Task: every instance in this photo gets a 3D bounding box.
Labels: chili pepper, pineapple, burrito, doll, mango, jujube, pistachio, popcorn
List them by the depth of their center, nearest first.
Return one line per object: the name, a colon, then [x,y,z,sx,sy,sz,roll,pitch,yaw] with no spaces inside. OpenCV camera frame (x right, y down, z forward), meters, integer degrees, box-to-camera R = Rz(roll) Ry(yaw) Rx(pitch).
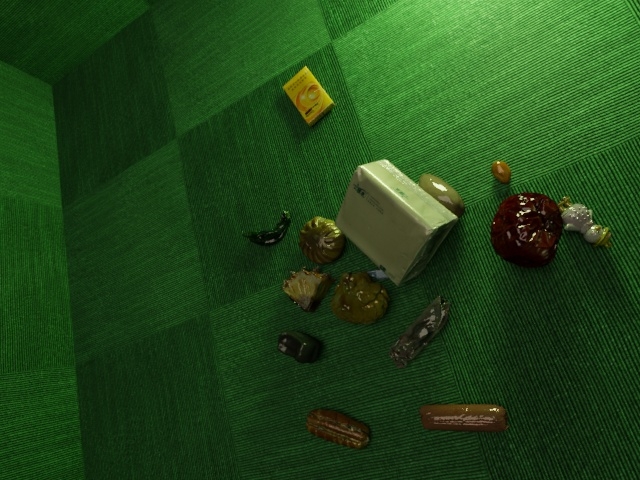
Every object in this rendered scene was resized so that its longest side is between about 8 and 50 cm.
doll: [0.852,-0.054,1.336,0.129,0.081,0.207,-30,66,-19]
jujube: [0.676,-0.033,1.354,0.213,0.213,0.232,11,76,28]
mango: [0.656,-0.247,1.494,0.060,0.046,0.089,-27,82,22]
burrito: [0.371,0.335,1.510,0.096,0.066,0.309,42,97,29]
pistachio: [0.444,-0.162,1.544,0.136,0.136,0.226,-45,57,12]
popcorn: [0.152,0.215,1.595,0.226,0.200,0.203,-43,30,46]
pineapple: [-0.053,0.207,1.734,0.236,0.114,0.186,-20,72,32]
chili pepper: [-0.254,-0.038,1.894,0.279,0.065,0.122,-20,63,20]

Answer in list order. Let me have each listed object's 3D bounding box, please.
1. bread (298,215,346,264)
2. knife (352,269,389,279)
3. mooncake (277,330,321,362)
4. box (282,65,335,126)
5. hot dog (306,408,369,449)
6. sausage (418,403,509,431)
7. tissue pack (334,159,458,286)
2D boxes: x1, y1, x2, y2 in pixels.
bread: [0.000,0.000,1.739,0.213,0.105,0.213,-4,82,26]
knife: [0.230,0.136,1.647,0.313,0.019,0.044,-11,83,24]
mooncake: [-0.088,0.429,1.663,0.168,0.175,0.104,22,86,-13]
box: [-0.056,-0.675,1.928,0.152,0.043,0.269,-38,66,16]
hot dog: [0.064,0.721,1.588,0.269,0.072,0.115,2,73,27]
sausage: [0.479,0.599,1.394,0.289,0.086,0.086,-10,76,23]
tissue pack: [0.262,-0.072,1.521,0.380,0.207,0.297,45,134,27]
